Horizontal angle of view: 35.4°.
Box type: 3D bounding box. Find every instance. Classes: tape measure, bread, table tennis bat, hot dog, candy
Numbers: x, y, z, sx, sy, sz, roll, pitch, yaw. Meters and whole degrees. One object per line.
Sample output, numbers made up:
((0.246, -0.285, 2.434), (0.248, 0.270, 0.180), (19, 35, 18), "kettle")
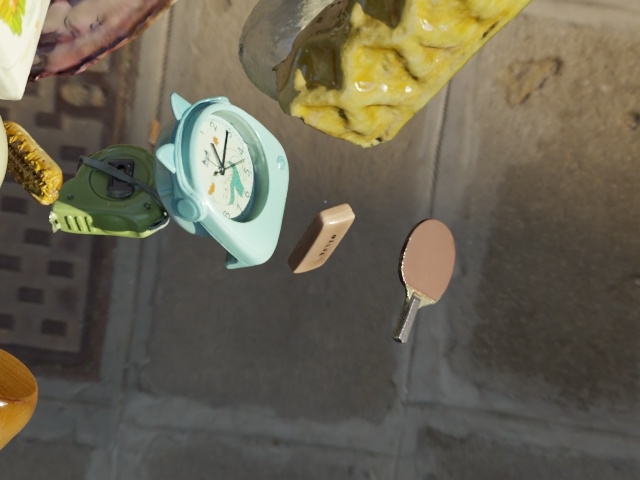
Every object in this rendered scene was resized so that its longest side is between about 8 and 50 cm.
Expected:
((-0.348, -0.086, 1.732), (0.200, 0.106, 0.175), (6, 59, 5), "tape measure")
((0.088, -0.199, 0.859), (0.130, 0.152, 0.267), (49, 119, 2), "bread")
((0.064, 0.026, 0.640), (0.050, 0.007, 0.083), (35, 71, -40), "table tennis bat")
((-0.447, -0.117, 1.531), (0.165, 0.045, 0.071), (44, 119, 28), "hot dog")
((0.032, -0.276, 1.341), (0.295, 0.295, 0.185), (-12, 118, 1), "candy")

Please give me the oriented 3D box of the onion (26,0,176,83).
((-0.190, -0.239, 0.618), (0.280, 0.146, 0.314), (-34, 88, 19), "onion")

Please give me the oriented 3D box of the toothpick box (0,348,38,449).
((-0.531, 0.298, 1.423), (0.192, 0.192, 0.294), (35, 102, -1), "toothpick box")

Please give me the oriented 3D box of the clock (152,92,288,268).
((-0.162, -0.104, 1.537), (0.094, 0.274, 0.223), (-13, 53, 33), "clock")

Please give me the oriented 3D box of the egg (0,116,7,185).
((-0.487, -0.124, 1.154), (0.219, 0.219, 0.269), (-37, 130, 2), "egg")

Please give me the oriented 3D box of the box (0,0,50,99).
((-0.113, -0.152, 0.287), (0.032, 0.220, 0.122), (5, 65, 3), "box")

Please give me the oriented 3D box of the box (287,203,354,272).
((0.000, 0.000, 1.177), (0.048, 0.115, 0.025), (-20, 68, -34), "box")
